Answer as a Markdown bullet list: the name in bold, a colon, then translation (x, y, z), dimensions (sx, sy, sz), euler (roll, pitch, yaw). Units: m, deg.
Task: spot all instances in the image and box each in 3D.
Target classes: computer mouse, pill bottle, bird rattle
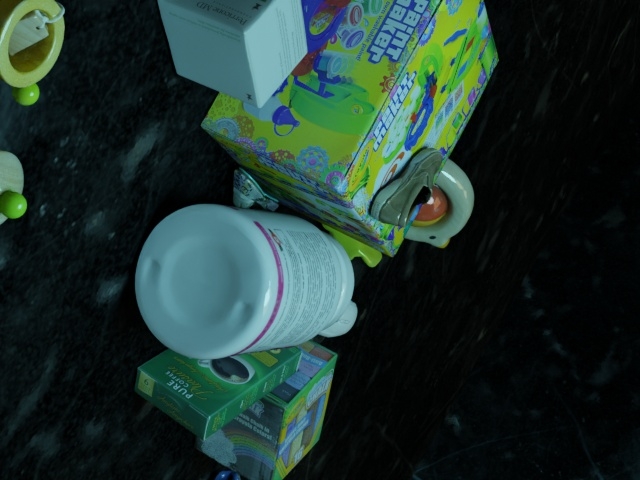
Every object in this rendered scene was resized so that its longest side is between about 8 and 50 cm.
- **computer mouse**: translation (0.021, 0.118, 1.713), dimensions (0.106, 0.042, 0.193), euler (-68, 159, 6)
- **pill bottle**: translation (-0.071, 0.046, 1.231), dimensions (0.160, 0.160, 0.283), euler (-67, 159, 7)
- **bird rattle**: translation (0.112, -0.081, 1.500), dimensions (0.143, 0.207, 0.253), euler (-70, 179, -48)

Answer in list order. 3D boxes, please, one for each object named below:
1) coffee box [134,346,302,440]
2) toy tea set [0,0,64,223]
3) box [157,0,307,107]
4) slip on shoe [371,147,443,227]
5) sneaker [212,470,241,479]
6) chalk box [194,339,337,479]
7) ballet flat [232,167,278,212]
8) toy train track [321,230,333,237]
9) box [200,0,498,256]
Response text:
- **coffee box**: translation (-0.119, 0.154, 1.298), dimensions (0.184, 0.113, 0.040), euler (-33, 146, -50)
- **toy tea set**: translation (-0.214, -0.146, 0.704), dimensions (0.200, 0.124, 0.336), euler (-48, 154, -38)
- **box**: translation (-0.079, -0.197, 1.010), dimensions (0.087, 0.101, 0.102), euler (-54, 156, -26)
- **slip on shoe**: translation (0.106, -0.057, 1.211), dimensions (0.135, 0.041, 0.051), euler (-40, 149, -46)
- **sneaker**: translation (-0.175, 0.389, 1.528), dimensions (0.221, 0.083, 0.087), euler (-33, 131, -63)
- **chalk box**: translation (-0.071, 0.197, 1.453), dimensions (0.132, 0.132, 0.213), euler (-39, 149, -48)
- **ballet flat**: translation (-0.081, -0.049, 1.276), dimensions (0.041, 0.041, 0.114), euler (-62, 159, -6)
- **toy train track**: translation (0.000, 0.000, 1.567), dimensions (0.083, 0.014, 0.048), euler (-36, 152, -45)
- **box**: translation (0.050, -0.173, 1.247), dimensions (0.290, 0.177, 0.279), euler (-61, 160, -7)
